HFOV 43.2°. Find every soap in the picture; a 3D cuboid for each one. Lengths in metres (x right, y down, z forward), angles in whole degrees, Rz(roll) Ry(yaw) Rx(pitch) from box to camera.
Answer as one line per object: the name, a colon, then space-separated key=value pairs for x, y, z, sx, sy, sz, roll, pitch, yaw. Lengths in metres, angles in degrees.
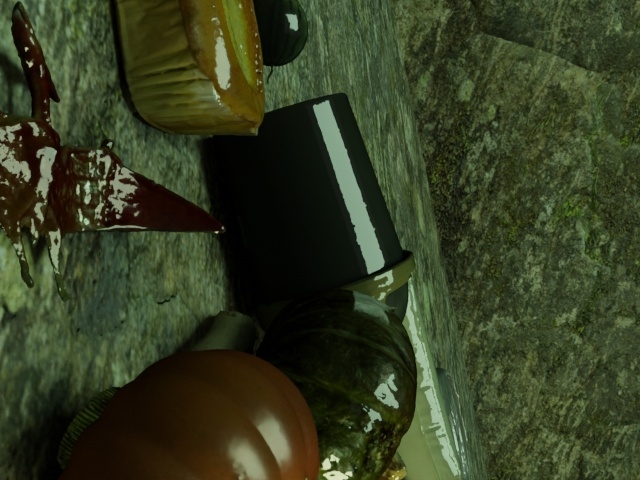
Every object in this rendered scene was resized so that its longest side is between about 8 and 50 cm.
soap: x=0.172 y=0.373 z=1.472 sx=0.302 sy=0.158 sz=0.258 roll=11 pitch=72 yaw=-71

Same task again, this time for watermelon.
watermelon: x=-0.069 y=-0.291 z=1.156 sx=0.105 sy=0.105 sz=0.133 roll=-23 pitch=115 yaw=-74

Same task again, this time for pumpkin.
pumpkin: x=0.006 y=0.184 z=0.817 sx=0.260 sy=0.189 sz=0.260 roll=-63 pitch=-178 yaw=3

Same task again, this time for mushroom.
mushroom: x=-0.106 y=0.125 z=0.832 sx=0.209 sy=0.071 sz=0.084 roll=-62 pitch=144 yaw=-71

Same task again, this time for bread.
bread: x=-0.140 y=-0.254 z=0.864 sx=0.152 sy=0.119 sz=0.288 roll=23 pitch=58 yaw=-76

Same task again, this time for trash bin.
trash bin: x=0.000 y=0.000 z=1.016 sx=0.214 sy=0.214 sz=0.334 roll=-28 pitch=102 yaw=-73

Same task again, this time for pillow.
pillow: x=0.094 y=0.208 z=1.186 sx=0.255 sy=0.119 sz=0.322 roll=145 pitch=-66 yaw=-65

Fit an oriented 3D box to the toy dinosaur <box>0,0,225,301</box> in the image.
toy dinosaur: x=-0.179 y=-0.057 z=0.609 sx=0.327 sy=0.112 sz=0.207 roll=65 pitch=21 yaw=-46

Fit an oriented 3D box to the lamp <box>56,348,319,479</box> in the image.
lamp: x=-0.094 y=0.185 z=0.587 sx=0.223 sy=0.196 sz=0.223 roll=-51 pitch=158 yaw=-29

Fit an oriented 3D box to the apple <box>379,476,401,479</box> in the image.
apple: x=0.052 y=0.357 z=1.074 sx=0.146 sy=0.146 sz=0.147 roll=-11 pitch=90 yaw=-74
